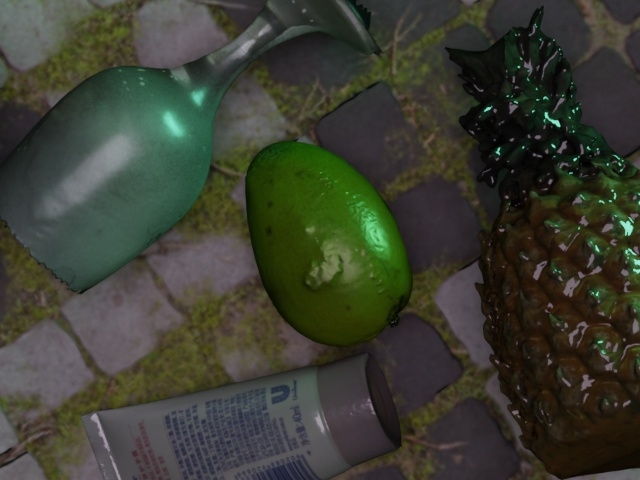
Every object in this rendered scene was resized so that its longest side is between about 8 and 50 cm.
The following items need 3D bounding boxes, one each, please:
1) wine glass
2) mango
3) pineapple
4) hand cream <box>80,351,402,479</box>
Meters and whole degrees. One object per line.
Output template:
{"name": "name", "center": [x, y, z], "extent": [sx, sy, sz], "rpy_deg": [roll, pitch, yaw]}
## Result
{"name": "wine glass", "center": [-0.109, -0.101, 1.233], "extent": [0.321, 0.143, 0.143], "rpy_deg": [-39, 88, -1]}
{"name": "mango", "center": [0.000, 0.000, 1.256], "extent": [0.119, 0.100, 0.178], "rpy_deg": [-32, 78, 6]}
{"name": "pineapple", "center": [0.203, -0.004, 1.218], "extent": [0.202, 0.202, 0.362], "rpy_deg": [-18, 74, 2]}
{"name": "hand cream", "center": [-0.061, 0.169, 1.274], "extent": [0.248, 0.083, 0.133], "rpy_deg": [-18, 88, 13]}
